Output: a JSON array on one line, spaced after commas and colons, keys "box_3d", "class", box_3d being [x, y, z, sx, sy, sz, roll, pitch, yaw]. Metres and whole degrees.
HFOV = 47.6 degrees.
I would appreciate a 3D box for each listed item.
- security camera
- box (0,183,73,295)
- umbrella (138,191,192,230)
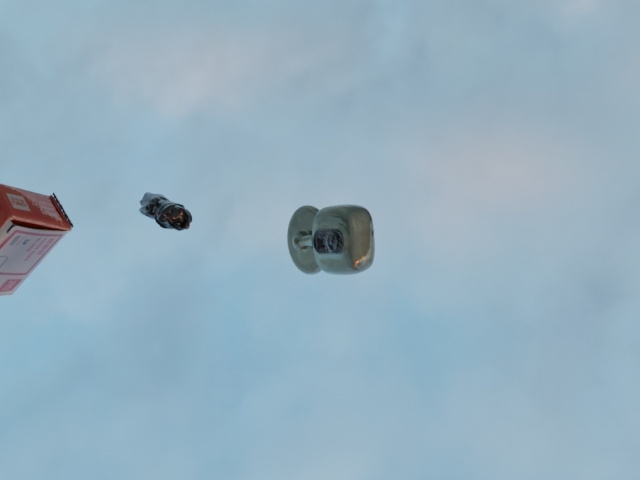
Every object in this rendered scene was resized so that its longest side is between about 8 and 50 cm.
[{"box_3d": [0.000, 0.000, 1.562, 0.080, 0.157, 0.301, -7, -177, -36], "class": "security camera"}, {"box_3d": [-0.520, 0.003, 1.192, 0.182, 0.133, 0.099, -43, -112, 14], "class": "box"}, {"box_3d": [-0.320, -0.061, 1.461, 0.059, 0.066, 0.235, -61, -152, -4], "class": "umbrella"}]
